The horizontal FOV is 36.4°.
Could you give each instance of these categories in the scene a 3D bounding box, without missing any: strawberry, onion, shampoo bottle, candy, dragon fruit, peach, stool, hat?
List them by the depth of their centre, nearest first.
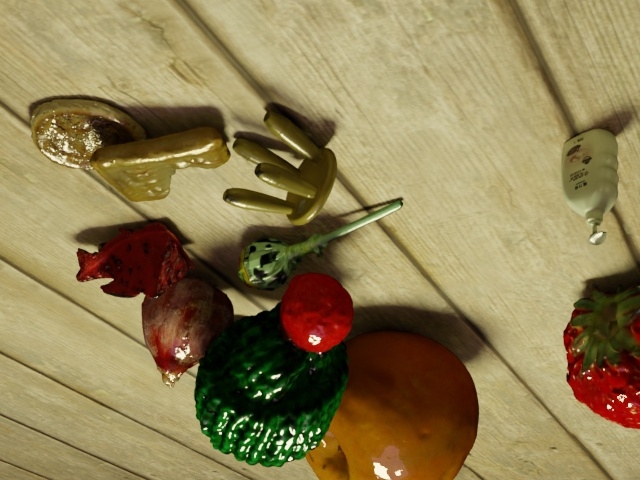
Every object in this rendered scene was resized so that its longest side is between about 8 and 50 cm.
[{"bbox_3d":[0.336,-0.061,1.212,0.045,0.152,0.077,25,147,-34],"label":"shampoo bottle"},{"bbox_3d":[-0.052,-0.089,1.268,0.110,0.135,0.134,25,101,-27],"label":"stool"},{"bbox_3d":[0.000,0.000,1.487,0.305,0.083,0.091,-25,178,28],"label":"candy"},{"bbox_3d":[-0.060,0.177,1.543,0.242,0.274,0.332,19,132,-4],"label":"hat"},{"bbox_3d":[0.538,0.198,1.562,0.277,0.257,0.257,32,143,-22],"label":"strawberry"},{"bbox_3d":[-0.303,0.050,1.565,0.192,0.122,0.092,-10,164,20],"label":"dragon fruit"},{"bbox_3d":[-0.234,0.155,1.662,0.160,0.194,0.159,15,170,3],"label":"onion"},{"bbox_3d":[0.129,0.325,1.807,0.302,0.342,0.343,-30,171,-33],"label":"peach"}]

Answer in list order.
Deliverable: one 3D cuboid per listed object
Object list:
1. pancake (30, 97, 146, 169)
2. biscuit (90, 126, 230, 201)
[{"bbox_3d":[-0.311,-0.137,1.304,0.158,0.028,0.158,1,149,1],"label":"pancake"},{"bbox_3d":[-0.203,-0.101,1.324,0.183,0.039,0.174,-11,162,8],"label":"biscuit"}]
